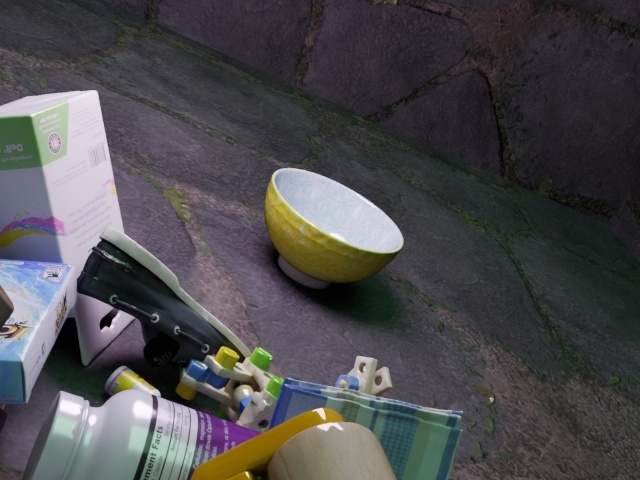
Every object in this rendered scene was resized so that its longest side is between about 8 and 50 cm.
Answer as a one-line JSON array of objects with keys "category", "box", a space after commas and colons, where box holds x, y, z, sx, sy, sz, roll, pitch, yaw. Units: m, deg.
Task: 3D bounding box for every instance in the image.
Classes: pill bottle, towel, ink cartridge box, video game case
[{"category": "pill bottle", "box": [-0.154, 0.277, 1.073, 0.323, 0.181, 0.181, 22, 23, -16]}, {"category": "towel", "box": [0.047, 0.298, 1.267, 0.285, 0.209, 0.034, 16, 0, -27]}, {"category": "ink cartridge box", "box": [-0.375, -0.019, 1.383, 0.119, 0.353, 0.207, -4, 16, 14]}, {"category": "pill bottle", "box": [-0.243, 0.207, 1.302, 0.083, 0.043, 0.043, 35, 22, 12]}, {"category": "video game case", "box": [-0.448, 0.094, 1.147, 0.269, 0.061, 0.244, 4, 25, -2]}]

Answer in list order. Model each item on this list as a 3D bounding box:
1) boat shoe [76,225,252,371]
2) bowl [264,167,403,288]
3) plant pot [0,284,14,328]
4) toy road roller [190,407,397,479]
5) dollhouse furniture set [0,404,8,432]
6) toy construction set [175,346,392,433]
[{"category": "boat shoe", "box": [-0.216, 0.125, 1.383, 0.127, 0.113, 0.340, 21, -23, 45]}, {"category": "bowl", "box": [0.000, 0.000, 1.908, 0.289, 0.156, 0.289, 26, 22, -11]}, {"category": "plant pot", "box": [-0.441, 0.069, 0.850, 0.323, 0.280, 0.323, 47, -15, 16]}, {"category": "toy road roller", "box": [-0.046, 0.341, 0.917, 0.240, 0.329, 0.202, 58, 4, -38]}, {"category": "dollhouse furniture set", "box": [-0.415, 0.166, 1.146, 0.114, 0.091, 0.081, 21, 8, -17]}, {"category": "toy construction set", "box": [-0.023, 0.245, 1.374, 0.327, 0.151, 0.215, 8, 17, -38]}]
